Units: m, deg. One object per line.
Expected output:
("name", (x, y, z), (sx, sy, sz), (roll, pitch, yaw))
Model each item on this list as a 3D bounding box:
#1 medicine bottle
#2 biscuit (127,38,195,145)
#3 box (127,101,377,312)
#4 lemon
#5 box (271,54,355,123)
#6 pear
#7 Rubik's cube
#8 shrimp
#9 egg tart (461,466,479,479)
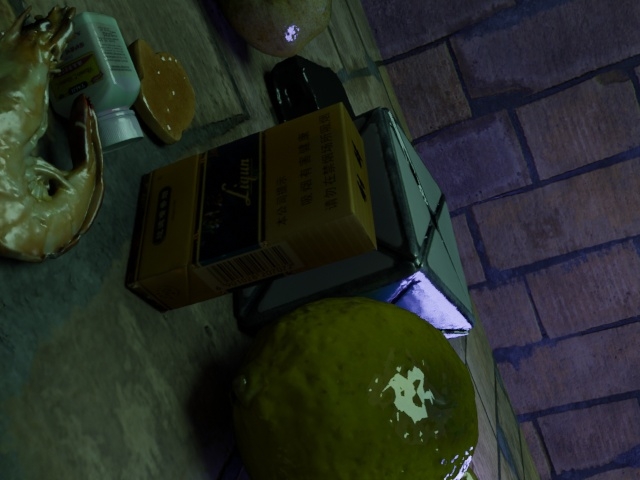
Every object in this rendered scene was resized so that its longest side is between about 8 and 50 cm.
("medicine bottle", (-0.213, -0.144, 0.614), (0.055, 0.074, 0.118), (-40, 111, -71))
("biscuit", (-0.195, -0.184, 0.786), (0.118, 0.023, 0.140), (62, 21, -25))
("box", (-0.070, -0.031, 0.657), (0.070, 0.237, 0.152), (57, 23, -48))
("lemon", (0.033, 0.187, 0.708), (0.310, 0.253, 0.254), (19, 51, -41))
("box", (0.031, -0.194, 1.334), (0.350, 0.090, 0.359), (-27, 97, -72))
("pear", (-0.081, -0.433, 1.087), (0.211, 0.188, 0.229), (61, 19, -49))
("Rubik's cube", (0.042, 0.014, 0.912), (0.260, 0.259, 0.255), (41, 33, -50))
("shrimp", (-0.223, -0.091, 0.534), (0.133, 0.053, 0.236), (28, 53, -43))
("egg tart", (0.152, 0.398, 0.975), (0.290, 0.115, 0.290), (51, -25, 35))
